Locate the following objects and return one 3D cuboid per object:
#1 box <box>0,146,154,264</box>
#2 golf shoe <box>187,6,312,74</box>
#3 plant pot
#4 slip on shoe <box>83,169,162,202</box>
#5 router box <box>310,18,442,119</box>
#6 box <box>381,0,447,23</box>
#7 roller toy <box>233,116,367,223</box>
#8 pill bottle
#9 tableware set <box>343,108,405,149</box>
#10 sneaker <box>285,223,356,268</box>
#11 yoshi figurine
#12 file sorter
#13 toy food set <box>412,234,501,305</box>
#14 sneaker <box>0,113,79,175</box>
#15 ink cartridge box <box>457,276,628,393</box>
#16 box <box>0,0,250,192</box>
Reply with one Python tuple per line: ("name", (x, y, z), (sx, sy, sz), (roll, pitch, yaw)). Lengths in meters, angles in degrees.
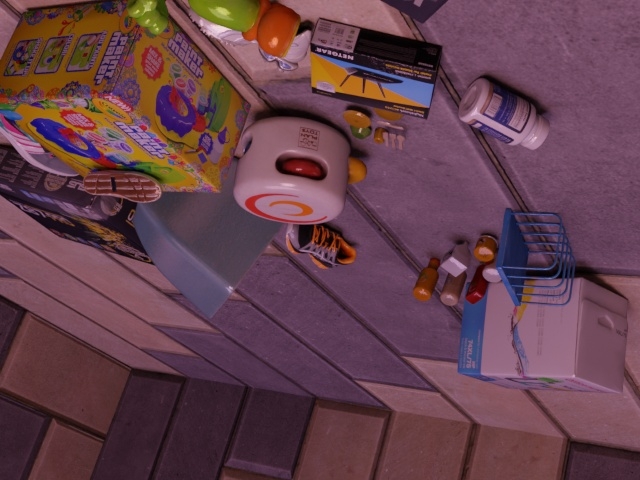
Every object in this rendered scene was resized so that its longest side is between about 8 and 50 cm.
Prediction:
("box", (-0.544, -0.076, 2.036), (0.395, 0.097, 0.318), (15, 159, 31))
("golf shoe", (-0.093, -0.308, 1.253), (0.176, 0.069, 0.086), (21, 139, -17))
("plant pot", (-0.227, -0.034, 1.770), (0.252, 0.247, 0.248), (37, 157, -3))
("slip on shoe", (-0.322, -0.092, 1.484), (0.135, 0.051, 0.041), (3, -163, 12))
("router box", (0.077, -0.241, 1.280), (0.179, 0.046, 0.133), (14, 159, 7))
("box", (0.094, -0.337, 0.968), (0.156, 0.093, 0.158), (24, 157, -17))
("roller toy", (-0.045, -0.123, 1.529), (0.209, 0.146, 0.191), (-3, 160, 30))
("pill bottle", (0.262, -0.176, 1.271), (0.120, 0.067, 0.067), (24, 158, -17))
("tableware set", (0.085, -0.198, 1.418), (0.104, 0.024, 0.154), (16, 160, 14))
("sneaker", (0.000, 0.000, 1.895), (0.083, 0.084, 0.215), (0, 163, 33))
("yoshi figurine", (-0.167, -0.358, 1.016), (0.362, 0.203, 0.203), (25, 142, -13))
("file sorter", (0.393, 0.035, 1.622), (0.104, 0.118, 0.170), (2, 154, 26))
("toy food set", (0.295, 0.050, 1.805), (0.111, 0.104, 0.232), (35, 138, -8))
("sneaker", (-0.506, -0.213, 1.707), (0.178, 0.124, 0.295), (13, 159, 36))
("ink cartridge box", (0.450, 0.194, 1.817), (0.270, 0.197, 0.198), (-6, 159, 45))
("box", (-0.319, -0.224, 1.450), (0.279, 0.177, 0.290), (3, 155, 32))
